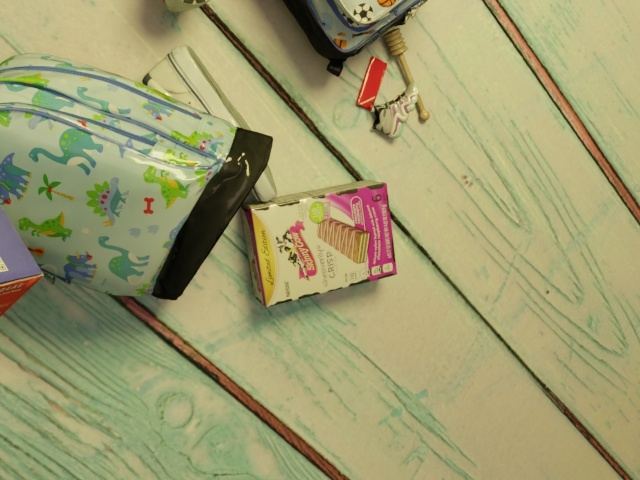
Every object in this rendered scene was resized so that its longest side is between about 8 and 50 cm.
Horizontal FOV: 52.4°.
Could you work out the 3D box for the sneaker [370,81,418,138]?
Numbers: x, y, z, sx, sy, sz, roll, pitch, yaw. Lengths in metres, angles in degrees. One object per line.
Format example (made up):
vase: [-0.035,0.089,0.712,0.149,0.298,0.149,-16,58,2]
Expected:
sneaker: [0.116,-0.223,1.072,0.069,0.038,0.098,18,105,-18]

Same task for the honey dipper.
honey dipper: [0.148,-0.274,1.090,0.030,0.030,0.161,-31,112,-15]

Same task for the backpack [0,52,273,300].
backpack: [-0.289,-0.082,0.824,0.355,0.273,0.290,34,121,-8]

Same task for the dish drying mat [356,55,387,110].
dish drying mat: [0.085,-0.259,1.076,0.032,0.008,0.083,19,91,-23]

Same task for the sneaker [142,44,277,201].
sneaker: [-0.159,-0.157,0.960,0.091,0.094,0.258,-30,109,10]

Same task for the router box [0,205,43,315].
router box: [-0.493,-0.011,0.689,0.301,0.082,0.335,-38,83,22]

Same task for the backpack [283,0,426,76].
backpack: [0.065,-0.424,0.927,0.263,0.213,0.276,-38,110,-9]

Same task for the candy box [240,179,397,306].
candy box: [0.000,0.000,1.046,0.233,0.071,0.159,-13,103,-19]

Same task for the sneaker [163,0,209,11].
sneaker: [-0.158,-0.445,0.887,0.107,0.118,0.279,25,87,-25]
